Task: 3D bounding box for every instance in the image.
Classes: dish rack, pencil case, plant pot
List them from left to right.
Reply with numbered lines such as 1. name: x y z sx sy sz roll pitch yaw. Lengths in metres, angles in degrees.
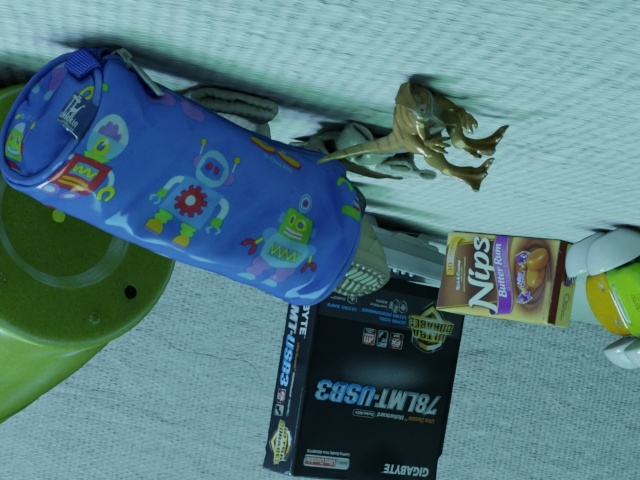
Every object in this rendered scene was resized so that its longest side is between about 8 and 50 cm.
1. plant pot: -0.317 0.004 1.493 0.366 0.366 0.353 13 163 -34
2. pencil case: -0.101 -0.051 1.246 0.306 0.133 0.119 24 -162 -37
3. dish rack: 0.000 0.000 2.214 0.333 0.072 0.285 7 174 33

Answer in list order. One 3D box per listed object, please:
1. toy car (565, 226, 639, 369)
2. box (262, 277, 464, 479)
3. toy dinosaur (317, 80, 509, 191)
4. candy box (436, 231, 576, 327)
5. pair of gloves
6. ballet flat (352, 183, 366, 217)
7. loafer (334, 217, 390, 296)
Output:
1. toy car: 0.369 0.054 1.768 0.136 0.159 0.182 -24 180 -8
2. box: 0.067 0.196 2.238 0.295 0.293 0.073 14 173 -40
3. toy dinosaur: 0.075 -0.082 1.176 0.112 0.064 0.211 28 165 -2
4. candy box: 0.243 0.050 2.057 0.053 0.109 0.186 14 174 -44
5. pair of gloves: -0.038 -0.086 1.391 0.240 0.042 0.204 13 175 -24
6. ballet flat: -0.013 0.015 1.809 0.074 0.074 0.203 12 139 -29
7. loafer: -0.026 -0.017 1.900 0.102 0.092 0.268 -32 135 30
